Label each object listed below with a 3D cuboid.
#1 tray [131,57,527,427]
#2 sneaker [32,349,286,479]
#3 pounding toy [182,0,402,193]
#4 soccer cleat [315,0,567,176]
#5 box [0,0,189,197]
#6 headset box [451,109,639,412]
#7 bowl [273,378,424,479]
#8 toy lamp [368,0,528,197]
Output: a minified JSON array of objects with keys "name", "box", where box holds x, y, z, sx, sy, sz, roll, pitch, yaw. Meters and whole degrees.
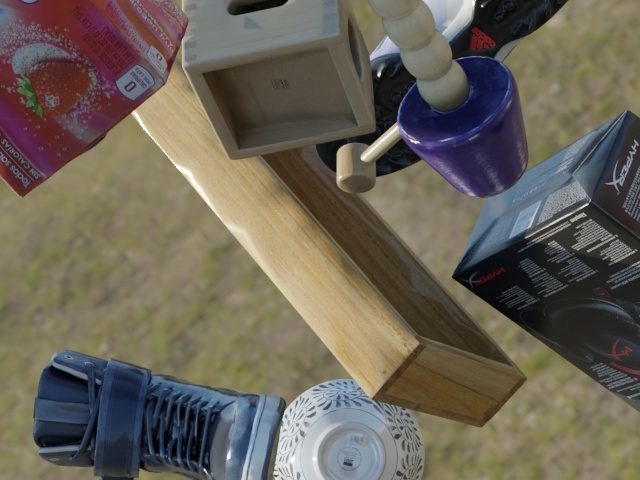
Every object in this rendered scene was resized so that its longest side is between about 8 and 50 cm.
[{"name":"tray","box":[0.000,0.000,1.790,0.076,0.203,0.411,-49,57,14]},{"name":"sneaker","box":[-0.111,0.128,1.285,0.226,0.163,0.086,167,115,-81]},{"name":"pounding toy","box":[0.003,-0.131,1.576,0.181,0.206,0.094,-11,54,10]},{"name":"soccer cleat","box":[0.116,-0.186,1.750,0.318,0.109,0.116,-47,22,15]},{"name":"box","box":[-0.209,-0.171,1.142,0.123,0.257,0.128,-36,17,18]},{"name":"headset box","box":[0.300,0.043,1.693,0.218,0.293,0.110,-34,24,56]},{"name":"bowl","box":[0.032,0.234,2.077,0.170,0.170,0.080,-41,-2,-4]},{"name":"toy lamp","box":[0.050,-0.131,1.102,0.080,0.274,0.080,-18,43,17]}]
